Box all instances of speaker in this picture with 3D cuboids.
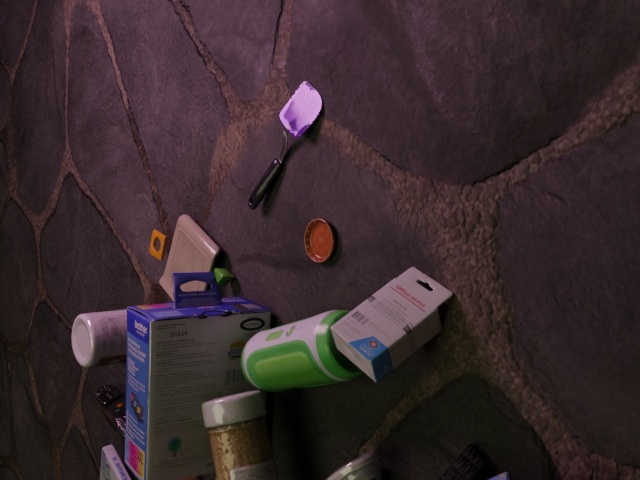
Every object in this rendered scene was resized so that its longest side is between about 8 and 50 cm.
[{"bbox_3d":[-0.029,0.207,1.321,0.296,0.131,0.131,-23,74,52],"label":"speaker"}]

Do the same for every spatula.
[{"bbox_3d":[-0.080,-0.177,1.446,0.084,0.030,0.296,52,128,32],"label":"spatula"}]

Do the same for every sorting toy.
[{"bbox_3d":[-0.304,0.061,1.714,0.348,0.047,0.196,41,117,40],"label":"sorting toy"}]

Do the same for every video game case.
[{"bbox_3d":[-0.552,0.790,2.016,0.300,0.036,0.329,43,131,39],"label":"video game case"}]

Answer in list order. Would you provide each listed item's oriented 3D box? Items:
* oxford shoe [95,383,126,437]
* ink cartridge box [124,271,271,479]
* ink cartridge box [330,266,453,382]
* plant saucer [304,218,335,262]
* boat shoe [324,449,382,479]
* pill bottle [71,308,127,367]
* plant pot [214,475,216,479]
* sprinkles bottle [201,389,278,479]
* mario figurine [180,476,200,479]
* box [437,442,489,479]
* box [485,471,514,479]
[{"bbox_3d":[-0.544,0.497,2.006,0.227,0.083,0.096,35,137,43],"label":"oxford shoe"},{"bbox_3d":[-0.251,0.267,1.483,0.151,0.270,0.395,14,102,54],"label":"ink cartridge box"},{"bbox_3d":[0.120,0.132,1.158,0.104,0.180,0.060,36,153,43],"label":"ink cartridge box"},{"bbox_3d":[0.000,0.000,1.374,0.083,0.013,0.083,3,95,49],"label":"plant saucer"},{"bbox_3d":[0.044,0.488,1.276,0.103,0.118,0.320,46,129,29],"label":"boat shoe"},{"bbox_3d":[-0.483,0.236,1.788,0.131,0.229,0.131,3,95,49],"label":"pill bottle"},{"bbox_3d":[-0.179,0.524,1.533,0.081,0.081,0.083,5,59,50],"label":"plant pot"},{"bbox_3d":[-0.135,0.468,1.360,0.121,0.121,0.355,-23,76,48],"label":"sprinkles bottle"},{"bbox_3d":[-0.326,0.736,1.747,0.198,0.170,0.320,98,170,-74],"label":"mario figurine"},{"bbox_3d":[0.157,0.412,1.073,0.045,0.191,0.184,37,122,21],"label":"box"},{"bbox_3d":[0.196,0.489,0.892,0.279,0.177,0.290,-35,102,27],"label":"box"}]
